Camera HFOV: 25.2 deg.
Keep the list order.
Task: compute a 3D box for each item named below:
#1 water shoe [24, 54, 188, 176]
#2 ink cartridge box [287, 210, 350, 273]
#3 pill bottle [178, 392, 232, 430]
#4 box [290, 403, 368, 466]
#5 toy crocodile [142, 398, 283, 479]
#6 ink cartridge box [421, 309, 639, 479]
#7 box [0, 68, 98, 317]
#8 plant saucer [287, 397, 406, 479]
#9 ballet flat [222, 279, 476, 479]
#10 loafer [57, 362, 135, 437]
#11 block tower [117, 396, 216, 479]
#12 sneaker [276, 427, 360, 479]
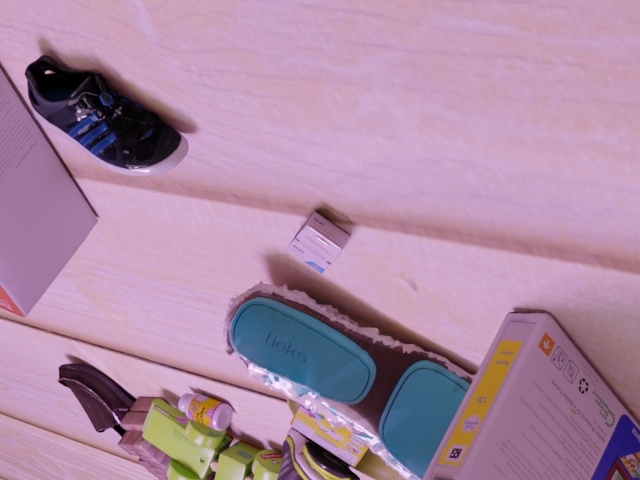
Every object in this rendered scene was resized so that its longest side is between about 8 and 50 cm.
[{"bbox_3d":[-0.234,-0.131,1.509,0.203,0.073,0.080,22,151,23],"label":"water shoe"},{"bbox_3d":[0.000,0.000,1.514,0.048,0.028,0.083,35,156,-3],"label":"ink cartridge box"},{"bbox_3d":[-0.179,0.263,2.213,0.083,0.043,0.043,16,151,34],"label":"pill bottle"},{"bbox_3d":[0.025,0.221,1.793,0.105,0.043,0.179,32,158,4],"label":"box"},{"bbox_3d":[-0.137,0.359,2.282,0.340,0.105,0.115,27,114,18],"label":"toy crocodile"},{"bbox_3d":[0.223,0.283,1.423,0.072,0.307,0.303,1,140,50],"label":"ink cartridge box"},{"bbox_3d":[-0.458,-0.092,1.745,0.215,0.168,0.345,19,152,30],"label":"box"},{"bbox_3d":[0.067,0.256,1.901,0.241,0.037,0.241,28,156,14],"label":"plant saucer"},{"bbox_3d":[0.077,0.169,1.656,0.409,0.147,0.147,33,156,9],"label":"ballet flat"},{"bbox_3d":[-0.367,0.292,2.460,0.220,0.078,0.080,36,156,-6],"label":"loafer"},{"bbox_3d":[-0.201,0.405,2.450,0.335,0.091,0.097,45,155,-22],"label":"block tower"},{"bbox_3d":[-0.028,0.349,2.041,0.111,0.121,0.300,35,175,0],"label":"sneaker"}]
